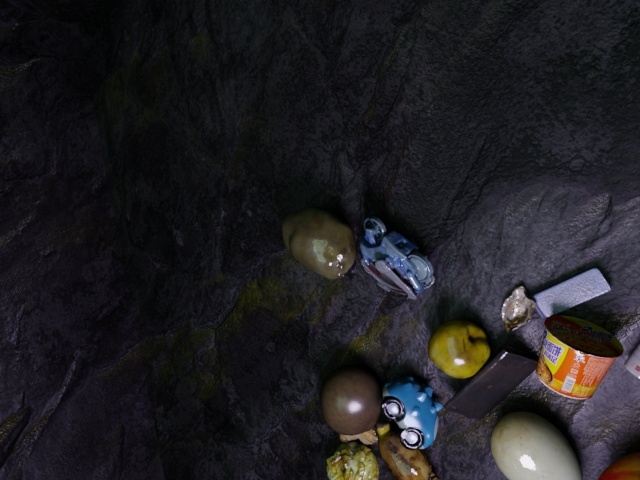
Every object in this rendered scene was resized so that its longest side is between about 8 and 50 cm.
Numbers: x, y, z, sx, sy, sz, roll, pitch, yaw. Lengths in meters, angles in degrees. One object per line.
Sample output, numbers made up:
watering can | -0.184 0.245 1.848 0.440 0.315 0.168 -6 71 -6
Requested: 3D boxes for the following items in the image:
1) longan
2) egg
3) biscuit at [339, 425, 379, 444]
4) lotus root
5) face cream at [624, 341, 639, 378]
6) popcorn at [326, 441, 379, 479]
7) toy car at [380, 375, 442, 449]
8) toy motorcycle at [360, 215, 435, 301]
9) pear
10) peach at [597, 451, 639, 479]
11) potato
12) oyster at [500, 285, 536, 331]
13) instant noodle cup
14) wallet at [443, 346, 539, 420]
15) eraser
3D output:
longan | 0.120 0.608 1.803 0.258 0.258 0.258 5 98 34
egg | 0.667 0.668 1.454 0.295 0.218 0.218 41 117 9
biscuit | 0.158 0.757 1.907 0.183 0.061 0.118 -6 91 33
lotus root | 0.306 0.804 1.745 0.141 0.169 0.314 -42 64 -3
face cream | 0.939 0.284 1.290 0.096 0.096 0.214 32 112 27
popcorn | 0.135 0.910 1.872 0.221 0.184 0.204 -31 65 46
toy car | 0.337 0.606 1.694 0.190 0.188 0.255 -34 80 9
toy motorcycle | 0.246 0.079 1.689 0.319 0.182 0.241 43 117 21
pear | 0.459 0.362 1.575 0.200 0.200 0.200 5 98 34
peach | 0.914 0.760 1.211 0.388 0.388 0.388 5 98 34
potato | 0.000 0.000 1.827 0.326 0.221 0.243 27 100 40
oyster | 0.635 0.228 1.520 0.148 0.051 0.103 -58 47 24
instant noodle cup | 0.739 0.346 1.380 0.213 0.213 0.174 23 116 30
wallet | 0.561 0.474 1.554 0.321 0.170 0.044 -56 26 27
eraser | 0.754 0.162 1.439 0.225 0.036 0.082 -34 78 32
